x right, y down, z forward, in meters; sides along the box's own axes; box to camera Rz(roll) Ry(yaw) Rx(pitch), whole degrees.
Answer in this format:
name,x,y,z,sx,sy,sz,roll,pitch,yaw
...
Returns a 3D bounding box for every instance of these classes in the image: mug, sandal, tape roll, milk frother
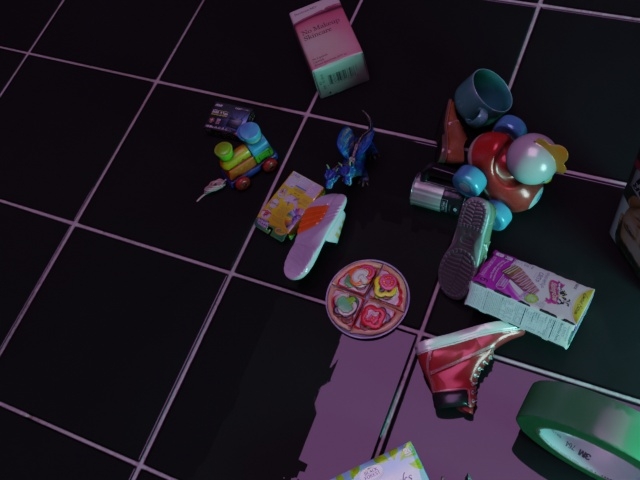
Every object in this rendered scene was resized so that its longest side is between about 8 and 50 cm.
name,x,y,z,sx,sy,sz,roll,pitch,yaw
mug,0.392,-0.347,1.806,0.158,0.097,0.129,-27,82,-38
sandal,-0.009,0.000,1.764,0.102,0.076,0.265,7,57,36
tape roll,0.521,0.371,1.315,0.321,0.321,0.077,24,72,23
milk frother,0.308,-0.138,1.758,0.135,0.129,0.143,18,27,20

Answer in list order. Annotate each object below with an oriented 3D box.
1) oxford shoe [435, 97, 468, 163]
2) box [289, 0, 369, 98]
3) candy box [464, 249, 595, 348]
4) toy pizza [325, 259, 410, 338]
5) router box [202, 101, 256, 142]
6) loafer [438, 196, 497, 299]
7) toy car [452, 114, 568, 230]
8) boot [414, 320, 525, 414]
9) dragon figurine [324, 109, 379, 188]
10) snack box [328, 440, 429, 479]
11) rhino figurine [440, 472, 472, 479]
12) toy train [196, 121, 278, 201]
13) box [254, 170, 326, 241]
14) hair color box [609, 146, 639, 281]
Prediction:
name,x,y,z,sx,sy,sz,roll,pitch,yaw
oxford shoe,0.335,-0.272,1.825,0.076,0.076,0.212,11,57,-4
box,0.024,-0.536,1.994,0.149,0.127,0.232,-21,62,3
candy box,0.451,0.121,1.557,0.234,0.071,0.159,24,37,22
toy pizza,0.109,0.133,1.694,0.202,0.032,0.201,-5,63,11
router box,-0.253,-0.330,2.006,0.123,0.038,0.092,14,67,19
loafer,0.342,0.020,1.619,0.094,0.087,0.251,34,120,34
toy car,0.464,-0.160,1.611,0.219,0.210,0.238,-48,19,-20
boot,0.343,0.273,1.551,0.245,0.088,0.176,-17,75,-3
dragon figurine,0.092,-0.234,1.817,0.085,0.144,0.289,14,68,19
snack box,0.131,0.535,1.467,0.207,0.070,0.174,-24,61,-1
rhino figurine,0.339,0.540,1.413,0.243,0.073,0.106,33,81,22
toy train,-0.240,-0.200,1.878,0.248,0.143,0.105,-34,61,-5
box,-0.078,-0.081,1.840,0.105,0.043,0.179,31,72,24
hair color box,0.705,-0.045,1.448,0.114,0.374,0.185,-22,61,1
